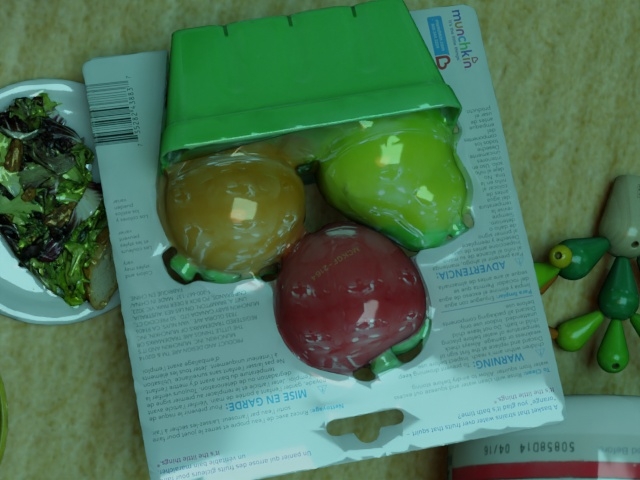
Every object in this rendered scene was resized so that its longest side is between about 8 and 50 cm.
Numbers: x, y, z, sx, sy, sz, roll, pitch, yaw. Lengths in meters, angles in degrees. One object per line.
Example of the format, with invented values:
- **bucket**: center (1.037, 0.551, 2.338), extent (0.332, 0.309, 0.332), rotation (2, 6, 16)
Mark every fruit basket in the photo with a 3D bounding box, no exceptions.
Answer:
- **fruit basket**: center (0.000, 0.000, 1.225), extent (0.327, 0.165, 0.353), rotation (-10, 83, -6)

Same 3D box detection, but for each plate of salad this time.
- **plate of salad**: center (-0.213, -0.032, 1.247), extent (0.199, 0.048, 0.200), rotation (0, 89, -19)

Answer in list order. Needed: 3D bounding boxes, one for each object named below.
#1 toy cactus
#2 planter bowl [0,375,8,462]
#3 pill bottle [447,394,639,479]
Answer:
- **toy cactus**: center (0.270, 0.028, 1.396), extent (0.219, 0.112, 0.181), rotation (13, 75, -10)
- **planter bowl**: center (-0.340, 0.143, 1.177), extent (0.217, 0.090, 0.217), rotation (0, 89, -19)
- **pill bottle**: center (0.215, 0.339, 1.259), extent (0.229, 0.229, 0.408), rotation (6, 76, -19)
